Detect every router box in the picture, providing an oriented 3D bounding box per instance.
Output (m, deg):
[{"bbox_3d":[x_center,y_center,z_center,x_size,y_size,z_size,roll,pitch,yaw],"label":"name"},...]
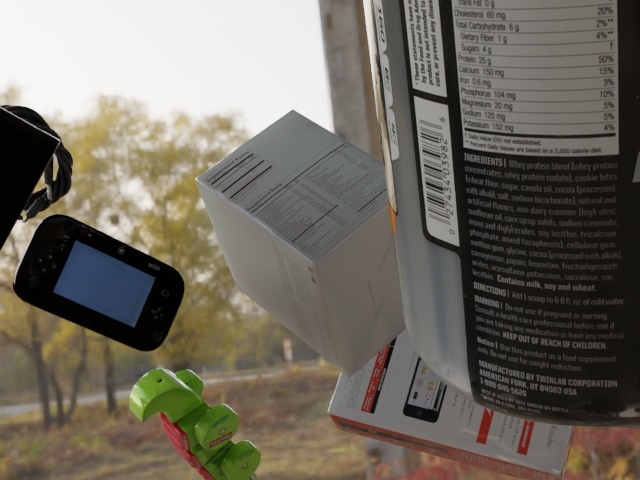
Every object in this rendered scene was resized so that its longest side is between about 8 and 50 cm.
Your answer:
[{"bbox_3d":[0.204,0.121,1.348,0.301,0.335,0.082,13,-21,18],"label":"router box"}]

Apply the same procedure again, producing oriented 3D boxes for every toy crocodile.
[{"bbox_3d":[-0.175,0.292,1.517,0.105,0.115,0.340,-42,-34,-15],"label":"toy crocodile"}]

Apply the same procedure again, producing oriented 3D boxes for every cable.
[{"bbox_3d":[-0.459,-0.127,1.540,0.150,0.184,0.047,-39,0,20],"label":"cable"}]

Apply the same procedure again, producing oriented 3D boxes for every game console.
[{"bbox_3d":[-0.294,0.004,1.105,0.361,0.213,0.044,30,-5,-37],"label":"game console"}]

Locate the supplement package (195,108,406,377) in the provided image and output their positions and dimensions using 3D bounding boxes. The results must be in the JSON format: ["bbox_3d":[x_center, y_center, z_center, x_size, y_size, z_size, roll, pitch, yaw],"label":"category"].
[{"bbox_3d":[0.000,0.000,1.139,0.149,0.194,0.203,-38,50,-20],"label":"supplement package"}]

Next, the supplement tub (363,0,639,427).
[{"bbox_3d":[0.116,-0.095,0.443,0.194,0.316,0.193,-7,26,3],"label":"supplement tub"}]
